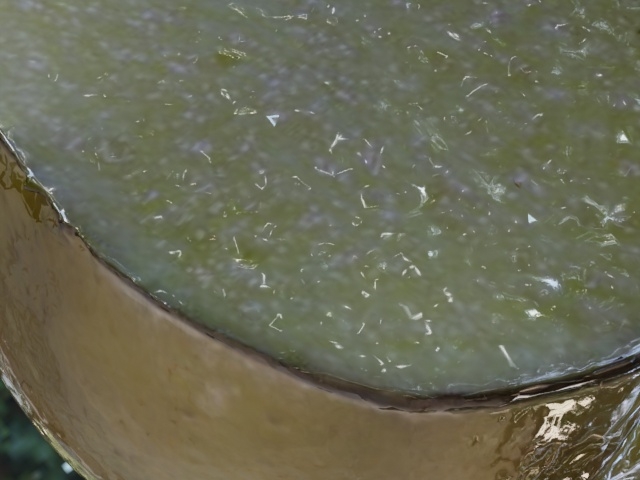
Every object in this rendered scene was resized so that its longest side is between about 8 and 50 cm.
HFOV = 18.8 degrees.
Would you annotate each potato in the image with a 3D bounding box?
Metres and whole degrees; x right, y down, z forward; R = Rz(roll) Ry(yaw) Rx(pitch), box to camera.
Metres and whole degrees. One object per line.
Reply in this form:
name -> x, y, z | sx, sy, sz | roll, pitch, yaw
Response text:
potato -> 0.000, 0.000, 1.027 | 0.442, 0.385, 0.319 | 41, -38, 22
